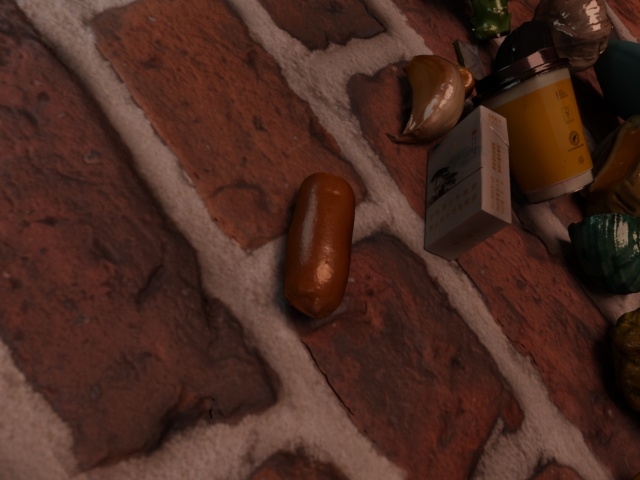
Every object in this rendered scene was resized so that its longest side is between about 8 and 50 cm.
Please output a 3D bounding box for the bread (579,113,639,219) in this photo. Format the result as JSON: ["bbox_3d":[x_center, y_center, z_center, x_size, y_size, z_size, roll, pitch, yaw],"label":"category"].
[{"bbox_3d":[0.758,-0.095,1.287,0.341,0.210,0.300,48,52,0],"label":"bread"}]

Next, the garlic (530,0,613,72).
[{"bbox_3d":[0.567,-0.492,1.422,0.212,0.218,0.218,-24,77,-9],"label":"garlic"}]

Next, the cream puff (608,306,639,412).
[{"bbox_3d":[0.641,0.224,1.067,0.244,0.196,0.244,38,44,-48],"label":"cream puff"}]

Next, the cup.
[{"bbox_3d":[0.426,-0.222,1.158,0.196,0.196,0.279,-25,95,-38],"label":"cup"}]

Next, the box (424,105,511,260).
[{"bbox_3d":[0.251,-0.100,1.014,0.067,0.149,0.233,24,54,-22],"label":"box"}]

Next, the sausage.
[{"bbox_3d":[0.000,0.000,0.842,0.098,0.098,0.238,23,53,-19],"label":"sausage"}]

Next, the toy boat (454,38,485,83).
[{"bbox_3d":[0.338,-0.402,1.322,0.063,0.016,0.115,9,61,-28],"label":"toy boat"}]

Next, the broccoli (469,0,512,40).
[{"bbox_3d":[0.378,-0.624,1.344,0.297,0.298,0.297,-34,124,-40],"label":"broccoli"}]

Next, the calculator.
[{"bbox_3d":[0.766,-0.356,1.401,0.256,0.054,0.386,54,10,-28],"label":"calculator"}]

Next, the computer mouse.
[{"bbox_3d":[0.456,-0.359,1.287,0.086,0.137,0.269,2,70,-37],"label":"computer mouse"}]

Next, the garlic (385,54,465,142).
[{"bbox_3d":[0.220,-0.266,1.112,0.128,0.115,0.206,29,55,-22],"label":"garlic"}]

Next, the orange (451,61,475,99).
[{"bbox_3d":[0.286,-0.325,1.210,0.062,0.086,0.086,-8,63,6],"label":"orange"}]

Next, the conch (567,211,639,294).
[{"bbox_3d":[0.612,0.024,1.147,0.196,0.202,0.134,46,31,-47],"label":"conch"}]

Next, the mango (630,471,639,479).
[{"bbox_3d":[0.524,0.474,0.884,0.157,0.109,0.262,31,54,-18],"label":"mango"}]
